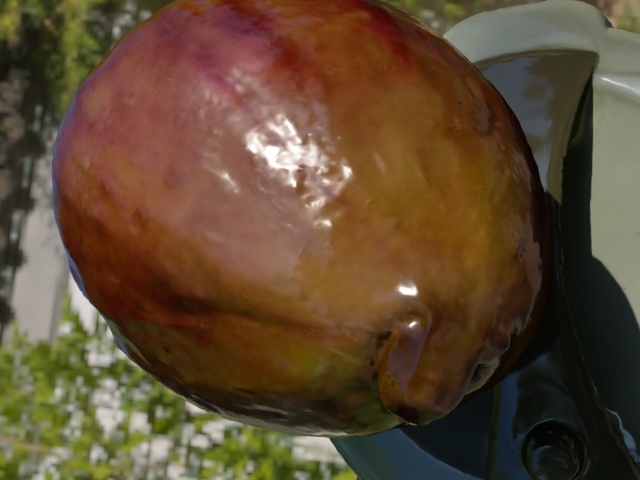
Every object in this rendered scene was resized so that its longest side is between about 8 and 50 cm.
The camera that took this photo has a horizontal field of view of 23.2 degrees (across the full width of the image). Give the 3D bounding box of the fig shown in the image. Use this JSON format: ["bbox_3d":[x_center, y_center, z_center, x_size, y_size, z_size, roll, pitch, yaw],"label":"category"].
[{"bbox_3d":[-0.003,-0.008,0.760,0.224,0.263,0.224,-30,-53,-50],"label":"fig"}]

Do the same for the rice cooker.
[{"bbox_3d":[0.162,0.039,0.969,0.325,0.335,0.335,30,-115,-67],"label":"rice cooker"}]
